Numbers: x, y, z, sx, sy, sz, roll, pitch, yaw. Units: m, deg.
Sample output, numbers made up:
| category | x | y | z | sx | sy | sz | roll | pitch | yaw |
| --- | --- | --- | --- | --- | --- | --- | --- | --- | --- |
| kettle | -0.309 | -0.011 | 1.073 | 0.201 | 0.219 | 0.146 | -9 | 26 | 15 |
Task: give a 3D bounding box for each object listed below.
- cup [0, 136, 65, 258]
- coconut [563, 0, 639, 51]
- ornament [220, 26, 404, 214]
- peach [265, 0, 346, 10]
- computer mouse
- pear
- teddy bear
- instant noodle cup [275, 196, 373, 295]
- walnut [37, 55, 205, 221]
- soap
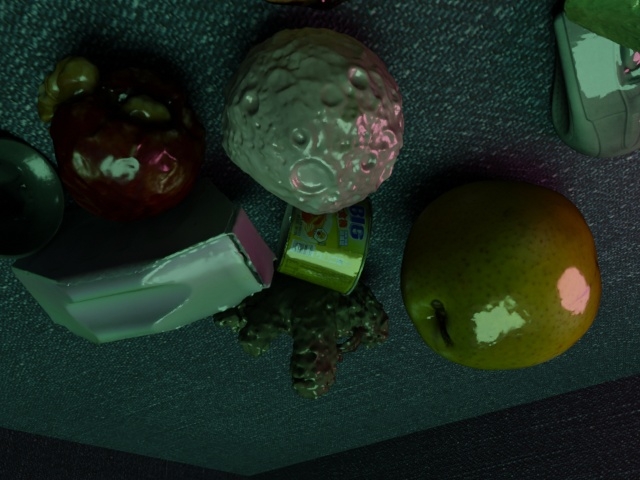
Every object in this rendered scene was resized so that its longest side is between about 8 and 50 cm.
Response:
| category | x | y | z | sx | sy | sz | roll | pitch | yaw |
| --- | --- | --- | --- | --- | --- | --- | --- | --- | --- |
| cup | -0.569 | -0.066 | 0.887 | 0.149 | 0.199 | 0.199 | -4 | 148 | 30 |
| coconut | 0.411 | -0.331 | 0.535 | 0.328 | 0.281 | 0.329 | 1 | 131 | 1 |
| ornament | -0.004 | -0.170 | 0.729 | 0.259 | 0.259 | 0.225 | 26 | 105 | -36 |
| peach | -0.016 | -0.337 | 0.580 | 0.188 | 0.068 | 0.279 | -12 | -179 | 13 |
| computer mouse | 0.463 | -0.246 | 0.804 | 0.188 | 0.122 | 0.371 | -18 | 139 | 16 |
| pear | 0.343 | 0.058 | 1.002 | 0.418 | 0.362 | 0.363 | -23 | 153 | -29 |
| teddy bear | -0.065 | 0.173 | 1.192 | 0.367 | 0.225 | 0.357 | 1 | -164 | 33 |
| instant noodle cup | 0.000 | 0.000 | 1.019 | 0.152 | 0.205 | 0.205 | 10 | 142 | -11 |
| walnut | -0.300 | -0.137 | 0.770 | 0.243 | 0.222 | 0.269 | 22 | 148 | -16 |
| soap | -0.303 | 0.031 | 0.916 | 0.445 | 0.261 | 0.156 | -10 | 126 | 17 |
